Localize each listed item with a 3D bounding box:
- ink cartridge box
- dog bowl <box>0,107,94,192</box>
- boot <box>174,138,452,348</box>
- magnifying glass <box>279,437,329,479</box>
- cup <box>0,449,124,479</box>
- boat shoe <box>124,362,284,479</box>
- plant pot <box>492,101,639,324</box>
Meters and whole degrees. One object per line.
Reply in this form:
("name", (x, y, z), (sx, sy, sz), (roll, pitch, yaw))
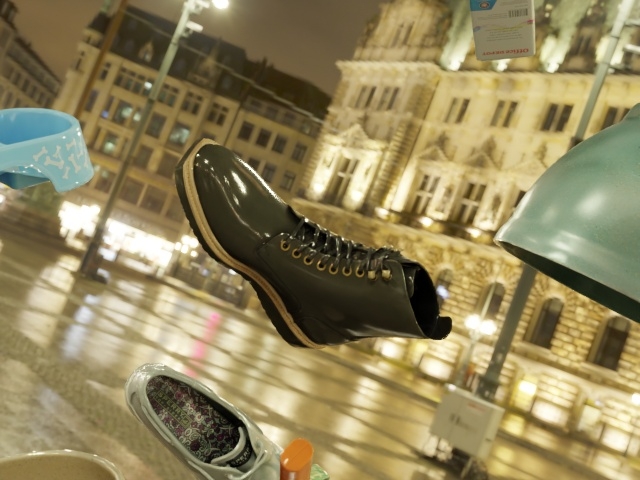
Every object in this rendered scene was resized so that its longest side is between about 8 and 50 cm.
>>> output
("ink cartridge box", (0.269, -0.329, 1.153), (0.088, 0.052, 0.122), (-2, -38, 16))
("dog bowl", (-0.427, -0.102, 0.983), (0.165, 0.074, 0.297), (23, 30, 33))
("boot", (0.000, 0.000, 0.561), (0.137, 0.077, 0.198), (-6, -45, 40))
("magnifying glass", (-0.026, 0.230, 0.728), (0.026, 0.092, 0.231), (42, -25, 18))
("cup", (-0.358, 0.426, 0.879), (0.330, 0.237, 0.331), (-8, 16, 2))
("boat shoe", (-0.094, 0.203, 0.757), (0.227, 0.079, 0.081), (42, -20, -10))
("plant pot", (0.353, -0.017, 0.792), (0.293, 0.196, 0.293), (29, 2, -1))
